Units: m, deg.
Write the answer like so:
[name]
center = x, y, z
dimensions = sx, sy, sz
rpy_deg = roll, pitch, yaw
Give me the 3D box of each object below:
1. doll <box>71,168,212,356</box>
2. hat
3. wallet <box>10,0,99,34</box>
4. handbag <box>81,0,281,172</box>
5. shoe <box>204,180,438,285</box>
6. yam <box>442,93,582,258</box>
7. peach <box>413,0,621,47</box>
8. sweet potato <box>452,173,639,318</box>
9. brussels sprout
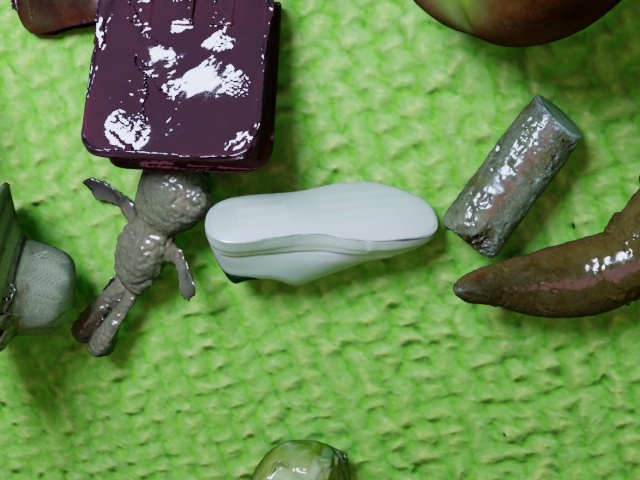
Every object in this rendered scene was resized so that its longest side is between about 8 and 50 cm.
[doll]
center = -0.219, 0.025, 0.802
dimensions = 0.203, 0.091, 0.285
rpy_deg = 16, 96, 40
[hat]
center = -0.357, 0.061, 0.791
dimensions = 0.110, 0.252, 0.252
rpy_deg = 12, 107, -20
[wallet]
center = -0.324, -0.374, 0.752
dimensions = 0.137, 0.031, 0.255
rpy_deg = -6, 102, 11
[handbag]
center = -0.150, -0.183, 0.717
dimensions = 0.203, 0.074, 0.216
rpy_deg = 1, 80, 7
[shoe]
center = 0.000, 0.000, 0.765
dimensions = 0.265, 0.095, 0.110
rpy_deg = 0, 141, -5
[yam]
center = 0.212, -0.069, 0.709
dimensions = 0.078, 0.078, 0.179
rpy_deg = 35, 106, 0
[peach]
center = 0.188, -0.300, 0.571
dimensions = 0.252, 0.252, 0.252
rpy_deg = 2, 104, 10
[sweet potato]
center = 0.304, 0.017, 0.702
dimensions = 0.310, 0.098, 0.124
rpy_deg = -30, 103, 10
[brussels sprout]
center = -0.036, 0.329, 0.816
dimensions = 0.122, 0.149, 0.151
rpy_deg = 1, 64, 25
